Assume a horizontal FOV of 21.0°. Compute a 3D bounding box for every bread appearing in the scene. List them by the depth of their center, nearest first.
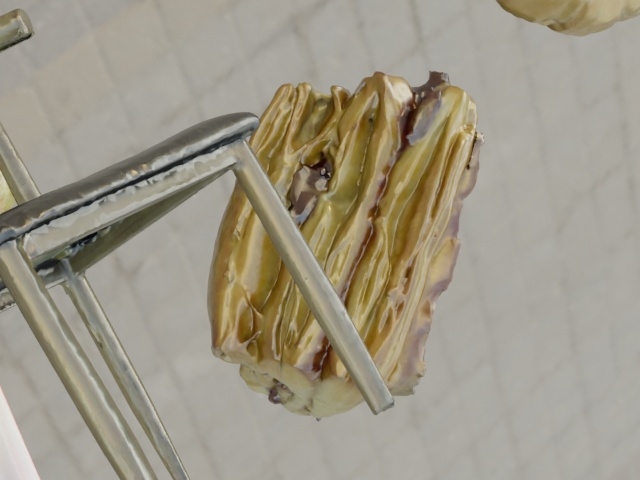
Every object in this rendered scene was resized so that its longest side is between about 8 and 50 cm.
[{"bbox_3d":[0.000,0.000,1.560,0.370,0.191,0.314,157,-51,-81],"label":"bread"}]

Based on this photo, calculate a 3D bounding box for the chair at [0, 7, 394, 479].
[{"bbox_3d":[-0.123,0.011,0.763,0.166,0.272,0.188,-31,180,39],"label":"chair"}]

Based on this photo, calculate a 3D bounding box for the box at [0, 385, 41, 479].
[{"bbox_3d":[-0.544,0.255,2.038,0.300,0.314,0.312,-37,135,-26],"label":"box"}]

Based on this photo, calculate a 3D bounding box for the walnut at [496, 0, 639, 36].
[{"bbox_3d":[0.150,-0.213,1.061,0.155,0.184,0.155,-7,123,-12],"label":"walnut"}]

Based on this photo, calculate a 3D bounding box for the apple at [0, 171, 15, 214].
[{"bbox_3d":[-0.379,-0.067,1.846,0.126,0.126,0.102,-68,166,18],"label":"apple"}]
